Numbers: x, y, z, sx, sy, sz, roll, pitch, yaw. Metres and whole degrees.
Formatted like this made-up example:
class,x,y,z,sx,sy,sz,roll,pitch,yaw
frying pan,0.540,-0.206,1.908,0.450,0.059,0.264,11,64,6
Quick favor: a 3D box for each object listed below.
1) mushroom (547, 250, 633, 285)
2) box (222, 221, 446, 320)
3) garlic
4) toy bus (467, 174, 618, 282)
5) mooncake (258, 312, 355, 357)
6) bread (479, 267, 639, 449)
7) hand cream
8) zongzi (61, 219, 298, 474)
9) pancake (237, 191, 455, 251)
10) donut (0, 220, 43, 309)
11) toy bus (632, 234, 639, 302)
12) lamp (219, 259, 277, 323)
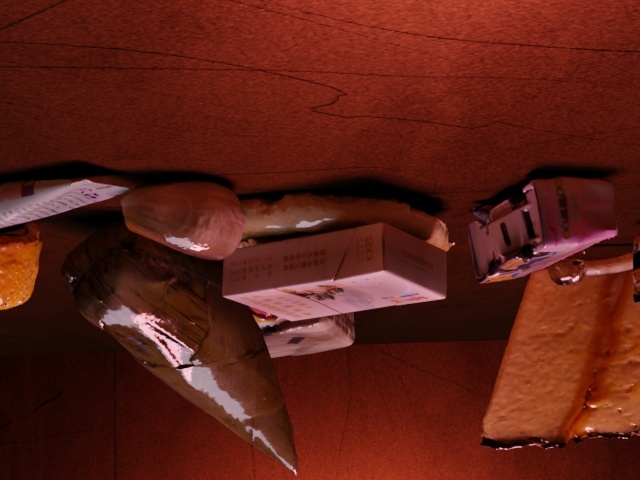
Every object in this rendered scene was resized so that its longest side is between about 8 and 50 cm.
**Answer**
class,x,y,z,sx,sy,sz,roll,pitch,yaw
mushroom,0.431,0.027,2.199,0.187,0.061,0.060,-9,143,-10
box,0.018,0.040,1.751,0.233,0.067,0.149,-10,163,33
garlic,-0.137,-0.024,1.634,0.101,0.087,0.195,9,179,20
toy bus,0.259,-0.014,1.746,0.112,0.090,0.274,-7,172,-12
mooncake,-0.083,0.108,2.307,0.250,0.136,0.254,-6,166,15
bread,0.486,0.196,2.420,0.345,0.405,0.242,8,165,21
hand cream,-0.368,-0.031,1.593,0.331,0.058,0.085,-6,170,25
zongzi,-0.166,0.150,1.887,0.160,0.360,0.323,-35,163,14
pancake,0.000,-0.002,1.844,0.356,0.065,0.356,0,167,0
donut,-0.463,0.024,1.803,0.253,0.118,0.253,3,-175,0
toy bus,0.526,0.026,1.977,0.201,0.114,0.098,-6,172,-6
lamp,-0.116,0.062,2.111,0.253,0.118,0.118,-3,172,26
